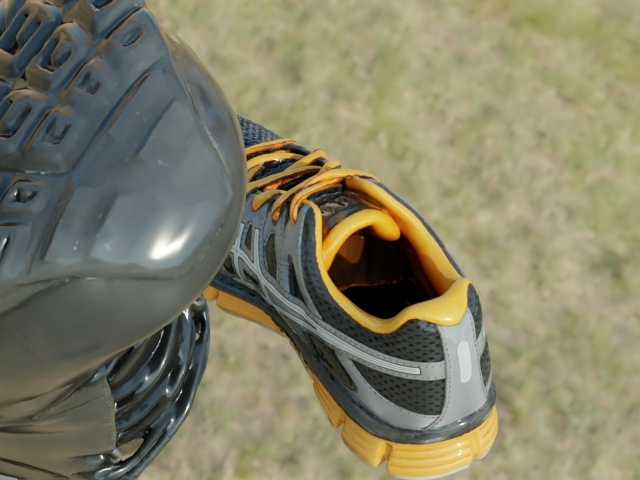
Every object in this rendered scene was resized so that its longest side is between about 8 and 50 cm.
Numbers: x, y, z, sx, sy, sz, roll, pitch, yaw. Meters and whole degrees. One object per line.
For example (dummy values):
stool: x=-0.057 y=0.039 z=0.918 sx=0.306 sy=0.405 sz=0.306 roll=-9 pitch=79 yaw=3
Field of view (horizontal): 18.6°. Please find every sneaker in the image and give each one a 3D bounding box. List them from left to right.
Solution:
sneaker: x=-0.073 y=0.010 z=0.512 sx=0.130 sy=0.109 sz=0.286 roll=40 pitch=-17 yaw=-18
sneaker: x=0.000 y=0.000 z=0.795 sx=0.084 sy=0.083 sz=0.215 roll=-29 pitch=52 yaw=-27

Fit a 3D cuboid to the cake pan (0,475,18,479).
cake pan: x=-0.257 y=0.187 z=1.175 sx=0.293 sy=0.054 sz=0.293 roll=34 pitch=33 yaw=-26
